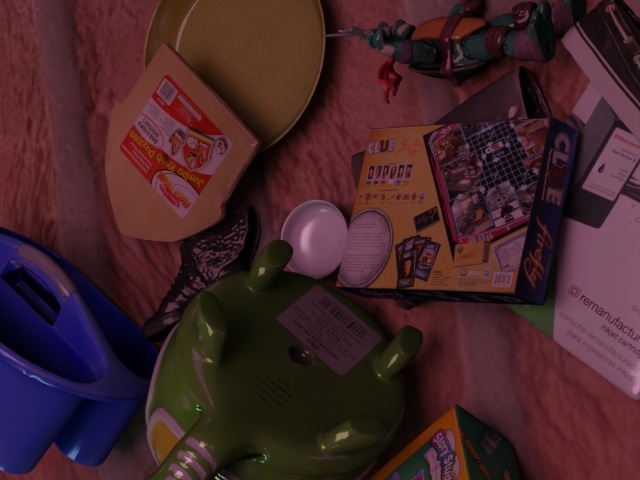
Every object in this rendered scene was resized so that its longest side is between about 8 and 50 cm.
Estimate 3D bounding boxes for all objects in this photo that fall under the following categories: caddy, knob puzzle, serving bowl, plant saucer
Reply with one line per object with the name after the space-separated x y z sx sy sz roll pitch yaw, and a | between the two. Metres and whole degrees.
-0.324 0.096 2.001 0.341 0.241 0.179 40 112 29 | caddy
-0.159 -0.083 1.997 0.213 0.030 0.213 0 91 35 | knob puzzle
0.000 0.000 1.927 0.083 0.027 0.083 -4 82 32 | serving bowl
-0.087 -0.201 2.002 0.241 0.037 0.241 -5 81 33 | plant saucer

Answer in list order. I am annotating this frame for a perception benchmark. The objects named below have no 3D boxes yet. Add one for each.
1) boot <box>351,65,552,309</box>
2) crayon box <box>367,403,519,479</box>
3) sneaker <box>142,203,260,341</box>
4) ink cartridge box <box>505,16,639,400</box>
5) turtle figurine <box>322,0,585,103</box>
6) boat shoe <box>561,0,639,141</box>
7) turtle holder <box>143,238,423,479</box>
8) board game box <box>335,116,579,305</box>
0.140 -0.050 1.826 0.208 0.076 0.189 -20 75 22 | boot
0.111 0.300 1.699 0.165 0.081 0.278 -43 26 22 | crayon box
-0.131 0.037 1.996 0.170 0.051 0.089 -30 69 21 | sneaker
0.305 -0.028 1.677 0.211 0.121 0.289 37 104 31 | ink cartridge box
0.132 -0.212 1.822 0.234 0.118 0.175 3 45 31 | turtle figurine
0.290 -0.125 1.581 0.070 0.078 0.219 -46 59 19 | boat shoe
-0.055 0.183 1.789 0.227 0.243 0.320 -56 19 37 | turtle holder
0.123 -0.026 1.720 0.243 0.042 0.165 1 75 50 | board game box
